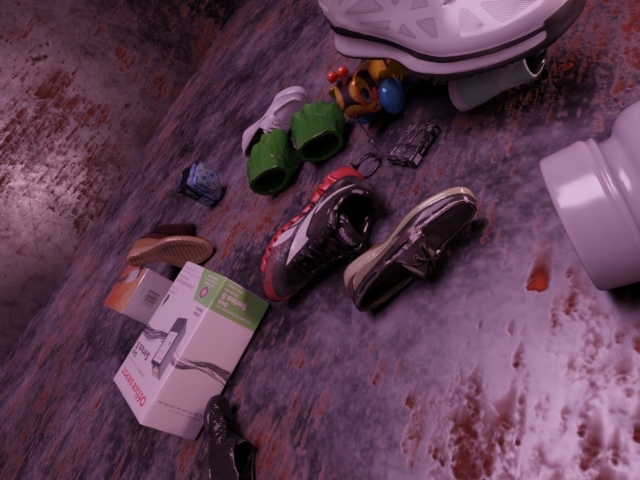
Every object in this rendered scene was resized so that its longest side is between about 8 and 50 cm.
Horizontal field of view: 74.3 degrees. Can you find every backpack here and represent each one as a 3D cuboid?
[{"bbox_3d":[-0.341,-0.161,1.231,0.084,0.114,0.105,-27,44,30],"label":"backpack"}]

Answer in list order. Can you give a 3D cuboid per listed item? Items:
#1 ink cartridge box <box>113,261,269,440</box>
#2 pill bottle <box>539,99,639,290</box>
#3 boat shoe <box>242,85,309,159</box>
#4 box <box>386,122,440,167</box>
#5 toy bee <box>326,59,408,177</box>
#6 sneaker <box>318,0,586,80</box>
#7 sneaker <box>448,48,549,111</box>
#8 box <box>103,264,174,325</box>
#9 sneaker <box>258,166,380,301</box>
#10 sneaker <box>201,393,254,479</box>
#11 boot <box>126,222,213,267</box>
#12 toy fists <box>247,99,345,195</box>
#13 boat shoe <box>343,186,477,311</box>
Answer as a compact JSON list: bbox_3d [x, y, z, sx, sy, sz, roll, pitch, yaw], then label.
[{"bbox_3d":[-0.248,0.195,0.804,0.198,0.114,0.273,10,67,52],"label":"ink cartridge box"},{"bbox_3d":[0.344,-0.065,0.327,0.283,0.161,0.161,-25,42,32],"label":"pill bottle"},{"bbox_3d":[-0.123,-0.307,1.149,0.258,0.095,0.084,-37,40,38],"label":"boat shoe"},{"bbox_3d":[0.164,-0.171,0.750,0.083,0.018,0.067,-56,35,-7],"label":"box"},{"bbox_3d":[0.095,-0.300,0.823,0.195,0.162,0.299,-26,42,29],"label":"toy bee"},{"bbox_3d":[0.122,-0.389,0.597,0.447,0.257,0.169,29,77,44],"label":"sneaker"},{"bbox_3d":[0.303,-0.337,0.675,0.151,0.094,0.256,-8,63,51],"label":"sneaker"},{"bbox_3d":[-0.493,0.146,1.148,0.170,0.091,0.130,1,60,48],"label":"box"},{"bbox_3d":[0.000,0.000,0.714,0.276,0.097,0.135,-51,32,-1],"label":"sneaker"},{"bbox_3d":[-0.133,0.308,0.634,0.089,0.051,0.170,-31,44,26],"label":"sneaker"},{"bbox_3d":[-0.385,-0.007,1.159,0.248,0.090,0.207,-7,26,11],"label":"boot"},{"bbox_3d":[-0.060,-0.220,0.987,0.279,0.096,0.142,-29,50,27],"label":"toy fists"},{"bbox_3d":[0.125,0.021,0.577,0.223,0.080,0.074,-41,41,24],"label":"boat shoe"}]
